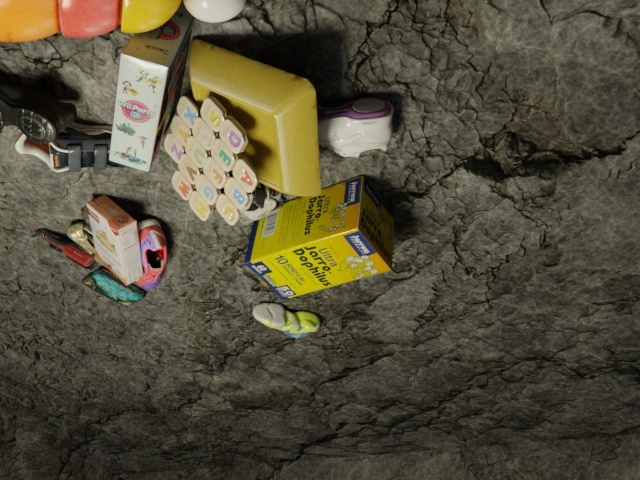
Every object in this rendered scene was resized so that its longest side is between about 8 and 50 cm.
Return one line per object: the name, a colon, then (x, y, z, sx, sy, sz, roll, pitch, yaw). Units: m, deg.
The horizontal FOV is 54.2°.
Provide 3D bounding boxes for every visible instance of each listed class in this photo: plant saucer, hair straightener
plant saucer: (-0.161, -0.252, 1.419, 0.333, 0.081, 0.332, 25, 146, 22)
hair straightener: (-0.806, 0.035, 1.968, 0.231, 0.047, 0.089, 24, 155, 7)

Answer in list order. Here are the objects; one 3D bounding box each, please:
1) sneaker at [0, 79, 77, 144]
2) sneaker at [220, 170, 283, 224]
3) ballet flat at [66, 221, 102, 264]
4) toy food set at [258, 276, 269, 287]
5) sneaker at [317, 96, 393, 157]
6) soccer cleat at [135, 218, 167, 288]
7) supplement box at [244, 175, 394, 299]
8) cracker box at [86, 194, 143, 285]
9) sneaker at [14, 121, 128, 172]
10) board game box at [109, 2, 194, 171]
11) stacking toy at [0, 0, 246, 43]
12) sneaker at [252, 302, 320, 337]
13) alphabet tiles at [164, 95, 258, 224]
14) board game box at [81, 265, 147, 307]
sneaker: (-0.718, -0.329, 1.512, 0.286, 0.130, 0.109, 28, 134, 10)
sneaker: (-0.182, -0.130, 1.603, 0.146, 0.122, 0.330, -15, 170, 9)
ballet flat: (-0.696, 0.014, 1.954, 0.067, 0.073, 0.206, -27, 135, 16)
toy food set: (-0.129, 0.127, 2.016, 0.133, 0.038, 0.192, -19, 134, 29)
sneaker: (0.022, -0.248, 1.477, 0.305, 0.114, 0.152, -1, 139, 10)
soccer cleat: (-0.526, 0.072, 1.935, 0.109, 0.116, 0.318, -15, 147, -27)
supplement box: (0.000, 0.000, 1.719, 0.357, 0.195, 0.194, -18, 134, 27)
cracker box: (-0.602, 0.001, 1.839, 0.156, 0.067, 0.232, 35, 139, 26)
sneaker: (-0.611, -0.229, 1.601, 0.321, 0.127, 0.126, 12, 139, -8)
board game box: (-0.364, -0.333, 1.353, 0.098, 0.224, 0.303, 17, 140, -9)
stacking toy: (-0.373, -0.492, 1.144, 0.480, 0.350, 0.350, 6, 143, -21)
sneaker: (-0.128, 0.293, 2.177, 0.240, 0.091, 0.126, 15, 141, -10)
alphabet tiles: (-0.256, -0.178, 1.413, 0.278, 0.021, 0.284, 48, 133, 14)
board game box: (-0.714, 0.163, 2.167, 0.126, 0.026, 0.186, -28, 129, 35)
